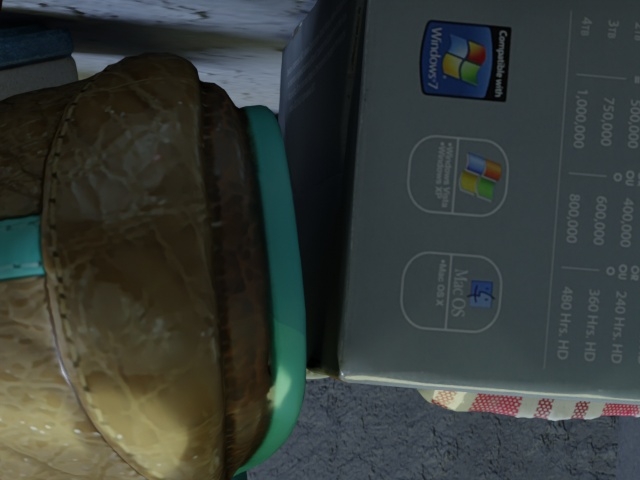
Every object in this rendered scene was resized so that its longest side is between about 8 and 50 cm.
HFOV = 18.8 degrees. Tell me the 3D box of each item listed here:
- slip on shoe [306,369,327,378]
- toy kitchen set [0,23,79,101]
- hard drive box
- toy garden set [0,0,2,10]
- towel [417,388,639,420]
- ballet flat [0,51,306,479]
[{"bbox_3d":[-0.056,0.006,1.034,0.331,0.123,0.101,0,-147,-39],"label":"slip on shoe"},{"bbox_3d":[-0.193,-0.028,0.551,0.207,0.122,0.166,-17,-172,-27],"label":"toy kitchen set"},{"bbox_3d":[0.109,-0.006,0.460,0.232,0.089,0.181,4,178,-6],"label":"hard drive box"},{"bbox_3d":[-0.201,-0.051,0.358,0.244,0.049,0.204,3,177,27],"label":"toy garden set"},{"bbox_3d":[0.146,0.015,0.640,0.197,0.029,0.144,5,137,-29],"label":"towel"},{"bbox_3d":[-0.074,0.051,0.493,0.124,0.116,0.342,-4,164,-5],"label":"ballet flat"}]
